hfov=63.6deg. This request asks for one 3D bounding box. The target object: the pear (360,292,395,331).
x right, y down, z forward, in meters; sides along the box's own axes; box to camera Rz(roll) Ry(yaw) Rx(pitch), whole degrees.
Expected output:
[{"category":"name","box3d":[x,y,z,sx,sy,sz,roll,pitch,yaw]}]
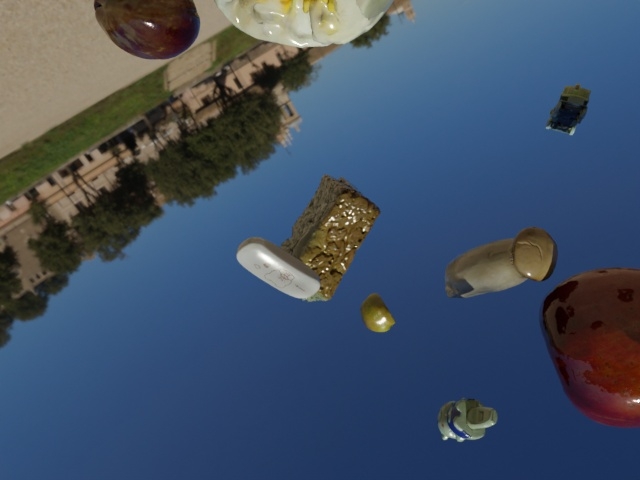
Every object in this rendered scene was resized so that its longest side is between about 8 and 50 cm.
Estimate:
[{"category":"pear","box3d":[0.192,0.260,1.809,0.104,0.141,0.141,-36,-158,1]}]

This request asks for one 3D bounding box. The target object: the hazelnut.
[{"category":"hazelnut","box3d":[-0.408,-0.542,1.215,0.234,0.218,0.218,10,-138,32]}]

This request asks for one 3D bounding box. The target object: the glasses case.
[{"category":"glasses case","box3d":[-0.083,0.058,1.055,0.074,0.193,0.049,-37,-149,30]}]

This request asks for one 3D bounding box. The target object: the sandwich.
[{"category":"sandwich","box3d":[0.000,0.000,1.317,0.325,0.131,0.262,-59,-163,10]}]

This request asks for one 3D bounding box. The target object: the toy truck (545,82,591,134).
[{"category":"toy truck","box3d":[0.728,-0.393,1.508,0.085,0.191,0.116,20,-94,16]}]

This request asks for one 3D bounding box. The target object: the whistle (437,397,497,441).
[{"category":"whistle","box3d":[0.361,0.449,1.302,0.244,0.092,0.110,128,-19,-64]}]

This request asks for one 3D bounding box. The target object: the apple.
[{"category":"apple","box3d":[0.694,0.228,1.150,0.365,0.328,0.295,-10,-157,20]}]

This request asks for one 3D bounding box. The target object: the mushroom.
[{"category":"mushroom","box3d":[0.452,0.071,1.371,0.154,0.137,0.407,-10,168,-14]}]

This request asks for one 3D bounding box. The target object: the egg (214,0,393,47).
[{"category":"egg","box3d":[-0.016,-0.416,0.598,0.279,0.335,0.278,4,179,0]}]
